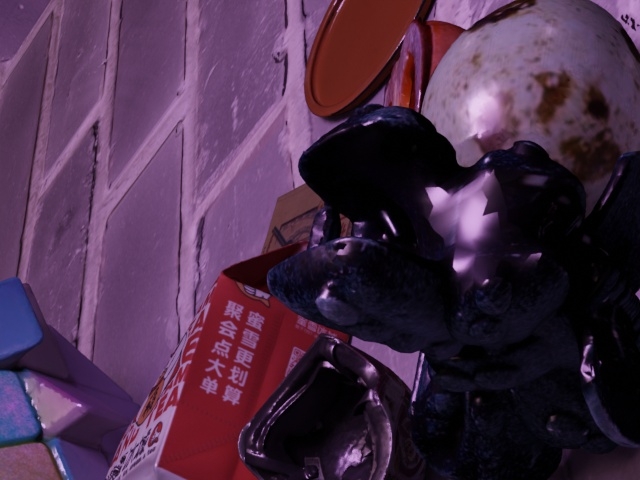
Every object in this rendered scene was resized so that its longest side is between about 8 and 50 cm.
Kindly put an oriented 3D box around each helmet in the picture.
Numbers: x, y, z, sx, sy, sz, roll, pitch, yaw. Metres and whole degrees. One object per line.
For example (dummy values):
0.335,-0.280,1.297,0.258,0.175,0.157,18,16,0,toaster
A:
0.027,0.169,1.388,0.153,0.107,0.177,-50,44,23,helmet

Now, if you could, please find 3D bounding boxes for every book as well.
0.000,0.000,1.735,0.231,0.026,0.161,-26,43,56,book

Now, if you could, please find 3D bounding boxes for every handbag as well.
-0.085,0.142,1.607,0.171,0.151,0.298,-44,24,50,handbag

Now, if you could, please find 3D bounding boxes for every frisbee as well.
0.058,-0.242,1.887,0.251,0.021,0.251,-49,25,32,frisbee

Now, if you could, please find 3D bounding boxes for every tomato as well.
0.104,-0.068,1.459,0.228,0.112,0.199,116,163,-74,tomato

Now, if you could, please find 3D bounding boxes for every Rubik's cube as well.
-0.371,0.256,1.859,0.358,0.368,0.387,-38,27,13,Rubik's cube

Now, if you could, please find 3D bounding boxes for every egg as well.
0.163,-0.094,1.297,0.169,0.169,0.231,-40,17,44,egg

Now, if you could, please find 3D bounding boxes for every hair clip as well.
0.117,0.040,1.139,0.206,0.310,0.194,-3,58,29,hair clip
